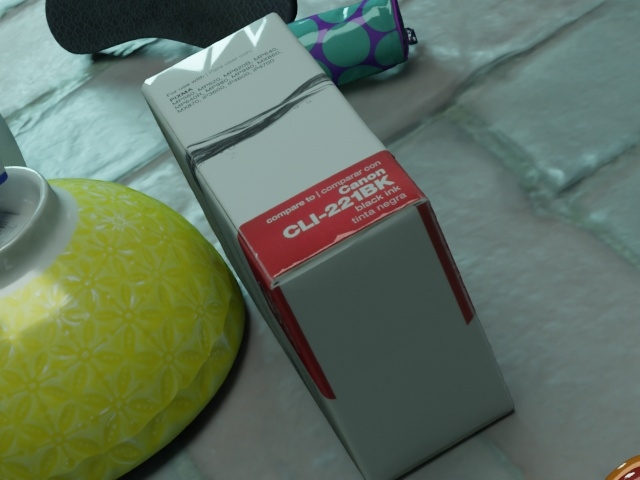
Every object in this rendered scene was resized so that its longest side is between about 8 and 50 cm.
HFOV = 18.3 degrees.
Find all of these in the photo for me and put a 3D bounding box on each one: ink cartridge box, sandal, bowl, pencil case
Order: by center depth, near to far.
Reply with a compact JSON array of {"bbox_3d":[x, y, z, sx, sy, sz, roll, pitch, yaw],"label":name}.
[{"bbox_3d":[0.000,0.000,1.329,0.114,0.197,0.273,-30,38,-5],"label":"ink cartridge box"},{"bbox_3d":[-0.214,0.041,1.433,0.290,0.156,0.289,-16,36,12],"label":"bowl"},{"bbox_3d":[-0.001,-0.157,1.619,0.152,0.064,0.070,-16,55,13],"label":"pencil case"},{"bbox_3d":[-0.129,-0.217,1.748,0.255,0.097,0.054,2,20,31],"label":"sandal"}]

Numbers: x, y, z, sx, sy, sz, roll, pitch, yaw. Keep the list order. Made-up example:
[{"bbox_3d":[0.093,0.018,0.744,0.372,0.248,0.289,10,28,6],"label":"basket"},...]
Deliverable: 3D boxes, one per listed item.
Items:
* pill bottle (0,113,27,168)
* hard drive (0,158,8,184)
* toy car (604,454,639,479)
[{"bbox_3d":[-0.374,-0.018,1.607,0.265,0.153,0.153,-21,38,8],"label":"pill bottle"},{"bbox_3d":[-0.397,0.018,1.370,0.210,0.040,0.319,11,42,41],"label":"hard drive"},{"bbox_3d":[0.198,0.186,1.048,0.159,0.136,0.182,-24,38,4],"label":"toy car"}]
